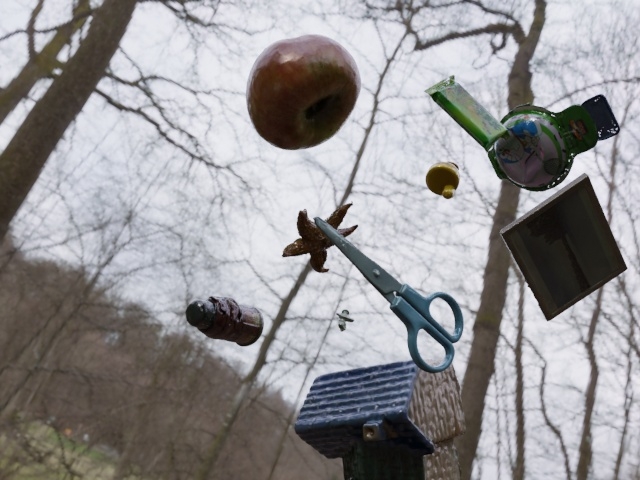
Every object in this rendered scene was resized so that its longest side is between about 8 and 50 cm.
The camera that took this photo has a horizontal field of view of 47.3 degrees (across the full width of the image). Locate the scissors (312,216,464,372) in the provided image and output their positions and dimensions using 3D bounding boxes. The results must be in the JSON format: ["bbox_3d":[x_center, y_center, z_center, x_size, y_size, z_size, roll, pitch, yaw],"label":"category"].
[{"bbox_3d":[0.143,0.097,1.555,0.447,0.192,0.029,42,-34,-18],"label":"scissors"}]

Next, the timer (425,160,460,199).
[{"bbox_3d":[0.371,-0.182,2.220,0.107,0.109,0.107,9,-57,15],"label":"timer"}]

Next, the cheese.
[{"bbox_3d":[0.508,-0.221,1.631,0.320,0.083,0.204,-25,-90,50],"label":"cheese"}]

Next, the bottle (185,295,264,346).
[{"bbox_3d":[-0.310,0.244,2.290,0.156,0.143,0.271,-23,-29,29],"label":"bottle"}]

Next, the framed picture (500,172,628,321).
[{"bbox_3d":[0.519,0.022,1.544,0.289,0.213,0.016,54,3,-33],"label":"framed picture"}]

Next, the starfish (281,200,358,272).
[{"bbox_3d":[0.001,0.001,1.793,0.043,0.227,0.240,46,-22,37],"label":"starfish"}]

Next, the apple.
[{"bbox_3d":[-0.054,-0.379,1.811,0.277,0.250,0.309,14,-52,-46],"label":"apple"}]

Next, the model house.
[{"bbox_3d":[0.141,0.549,1.909,0.395,0.445,0.400,-12,-9,28],"label":"model house"}]

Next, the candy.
[{"bbox_3d":[0.295,-0.254,1.458,0.178,0.102,0.032,48,-44,12],"label":"candy"}]

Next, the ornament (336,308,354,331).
[{"bbox_3d":[0.087,0.289,2.684,0.068,0.092,0.041,35,-52,19],"label":"ornament"}]
